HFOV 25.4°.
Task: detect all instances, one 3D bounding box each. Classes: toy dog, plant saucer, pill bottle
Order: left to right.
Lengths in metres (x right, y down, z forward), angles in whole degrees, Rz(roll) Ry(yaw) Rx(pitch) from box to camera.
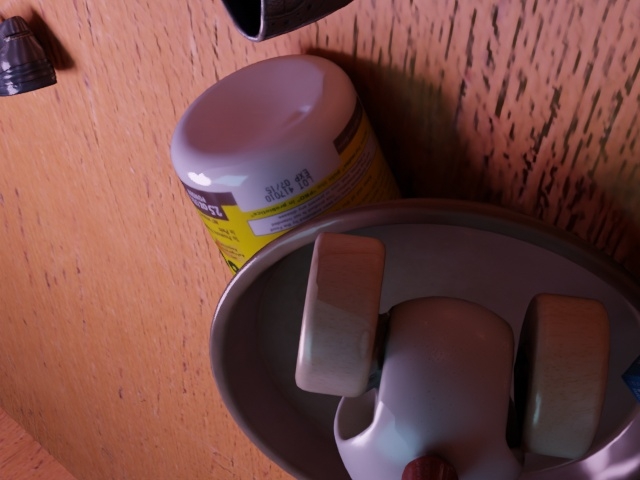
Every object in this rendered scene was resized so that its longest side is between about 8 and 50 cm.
[{"bbox_3d":[0.000,0.000,0.883,0.117,0.117,0.215,20,146,47],"label":"pill bottle"},{"bbox_3d":[0.053,0.153,0.762,0.220,0.161,0.334,-3,132,18],"label":"toy dog"},{"bbox_3d":[0.074,0.074,0.821,0.277,0.041,0.278,8,136,7],"label":"plant saucer"}]

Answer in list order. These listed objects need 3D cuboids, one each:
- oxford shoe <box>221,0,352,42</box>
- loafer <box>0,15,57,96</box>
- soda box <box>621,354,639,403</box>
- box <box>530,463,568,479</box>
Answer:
[{"bbox_3d":[-0.087,-0.251,0.598,0.364,0.133,0.130,51,158,-10],"label":"oxford shoe"},{"bbox_3d":[-0.273,-0.156,1.197,0.170,0.062,0.061,6,113,53],"label":"loafer"},{"bbox_3d":[0.242,0.072,0.646,0.071,0.067,0.210,54,157,-18],"label":"soda box"},{"bbox_3d":[0.133,0.174,1.019,0.322,0.058,0.232,33,154,30],"label":"box"}]
